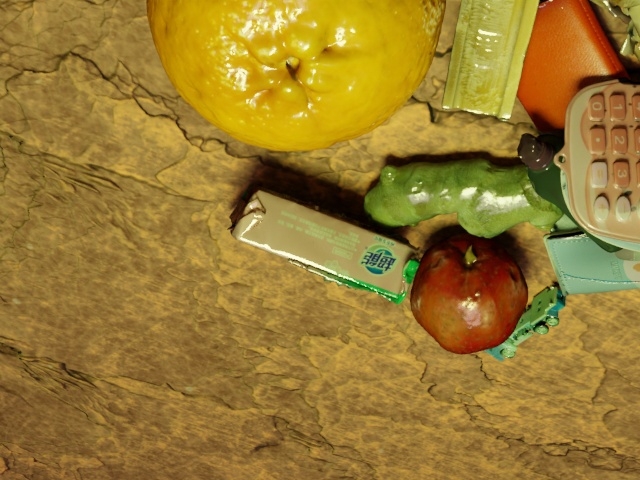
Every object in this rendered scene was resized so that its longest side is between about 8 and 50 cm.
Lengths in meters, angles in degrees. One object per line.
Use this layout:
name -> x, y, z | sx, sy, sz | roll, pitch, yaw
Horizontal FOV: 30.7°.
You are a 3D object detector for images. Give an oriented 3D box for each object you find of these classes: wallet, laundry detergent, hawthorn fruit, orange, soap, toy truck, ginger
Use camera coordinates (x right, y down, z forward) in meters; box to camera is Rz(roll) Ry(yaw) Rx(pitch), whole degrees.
wallet -> 0.459, 0.010, 1.681 | 0.251, 0.075, 0.176 | -6, 141, 21
wallet -> 0.295, -0.229, 1.463 | 0.142, 0.045, 0.204 | -16, 133, 30
laundry detergent -> 0.332, -0.072, 1.537 | 0.078, 0.144, 0.222 | -36, 139, 24
hawthorn fruit -> 0.218, 0.067, 1.738 | 0.179, 0.179, 0.200 | 1, 140, 15
orange -> -0.029, -0.257, 1.310 | 0.341, 0.293, 0.340 | 4, 128, 5
soap -> 0.207, -0.254, 1.392 | 0.092, 0.037, 0.252 | 12, 136, 5
toy truck -> 0.314, 0.123, 1.864 | 0.081, 0.067, 0.175 | 29, 139, -16
soap -> 0.001, -0.002, 1.737 | 0.273, 0.098, 0.218 | 21, -175, -8
ginger -> 0.203, -0.057, 1.666 | 0.290, 0.089, 0.137 | 2, 151, 10

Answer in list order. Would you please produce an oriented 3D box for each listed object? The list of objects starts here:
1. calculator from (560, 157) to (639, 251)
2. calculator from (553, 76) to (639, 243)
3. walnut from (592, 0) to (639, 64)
calculator -> 0.449, -0.075, 1.484 | 0.303, 0.188, 0.042 | -1, 168, -10
calculator -> 0.447, -0.099, 1.442 | 0.330, 0.220, 0.048 | 1, 173, -7
walnut -> 0.388, -0.252, 1.261 | 0.238, 0.204, 0.141 | 32, 101, -38
